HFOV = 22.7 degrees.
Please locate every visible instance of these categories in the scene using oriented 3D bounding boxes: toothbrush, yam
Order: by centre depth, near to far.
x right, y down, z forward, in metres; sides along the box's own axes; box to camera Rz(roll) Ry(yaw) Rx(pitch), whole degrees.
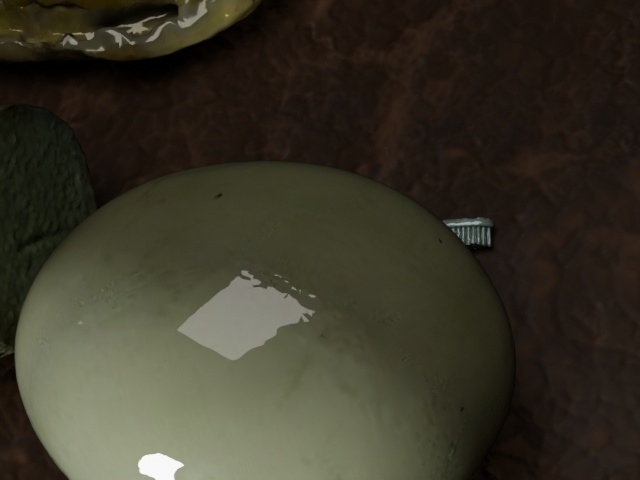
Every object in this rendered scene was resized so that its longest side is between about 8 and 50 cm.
[{"bbox_3d":[0.000,0.000,0.996,0.219,0.016,0.019,-2,70,15],"label":"toothbrush"},{"bbox_3d":[-0.305,0.009,0.996,0.304,0.168,0.168,-8,60,14],"label":"yam"}]

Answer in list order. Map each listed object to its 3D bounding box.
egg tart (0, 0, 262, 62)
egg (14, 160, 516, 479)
[{"bbox_3d":[-0.160,-0.302,1.130,0.387,0.169,0.388,-5,65,10],"label":"egg tart"},{"bbox_3d":[-0.030,0.065,0.852,0.269,0.219,0.219,1,63,22],"label":"egg"}]
